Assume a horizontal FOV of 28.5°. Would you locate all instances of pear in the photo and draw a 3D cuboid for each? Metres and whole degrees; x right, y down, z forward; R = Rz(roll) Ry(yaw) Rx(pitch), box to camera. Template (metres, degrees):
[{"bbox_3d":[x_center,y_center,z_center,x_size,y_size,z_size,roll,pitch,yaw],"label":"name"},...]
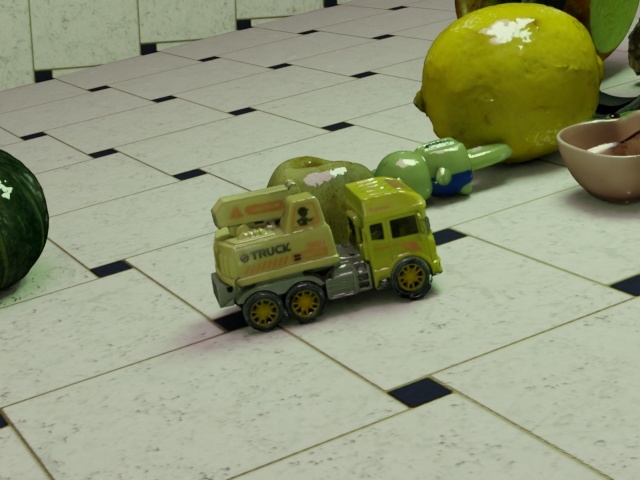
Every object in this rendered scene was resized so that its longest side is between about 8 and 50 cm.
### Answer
[{"bbox_3d":[0.003,-0.041,1.668,0.167,0.137,0.167,-7,15,2],"label":"pear"}]

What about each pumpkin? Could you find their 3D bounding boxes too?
[{"bbox_3d":[-0.532,-0.025,1.757,0.300,0.207,0.300,-8,27,4],"label":"pumpkin"}]

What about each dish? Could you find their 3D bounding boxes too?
[{"bbox_3d":[0.438,-0.110,1.742,0.213,0.090,0.213,-8,21,3],"label":"dish"}]

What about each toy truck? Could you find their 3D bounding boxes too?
[{"bbox_3d":[0.000,0.000,1.508,0.272,0.157,0.124,-12,18,-9],"label":"toy truck"}]

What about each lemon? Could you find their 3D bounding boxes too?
[{"bbox_3d":[0.298,-0.245,1.961,0.283,0.261,0.260,13,18,-4],"label":"lemon"}]

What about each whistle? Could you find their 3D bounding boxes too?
[{"bbox_3d":[0.174,-0.104,1.854,0.227,0.085,0.105,-15,20,-15],"label":"whistle"}]

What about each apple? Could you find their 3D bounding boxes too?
[{"bbox_3d":[0.454,-0.498,2.437,0.374,0.384,0.374,10,52,-14],"label":"apple"}]

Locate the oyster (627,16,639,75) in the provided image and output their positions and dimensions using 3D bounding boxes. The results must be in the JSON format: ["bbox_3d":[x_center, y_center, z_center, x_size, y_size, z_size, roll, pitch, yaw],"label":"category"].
[{"bbox_3d":[0.616,-0.401,2.230,0.128,0.345,0.079,-13,56,-3],"label":"oyster"}]

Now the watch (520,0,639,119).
[{"bbox_3d":[0.504,-0.365,2.081,0.326,0.335,0.314,17,25,30],"label":"watch"}]
